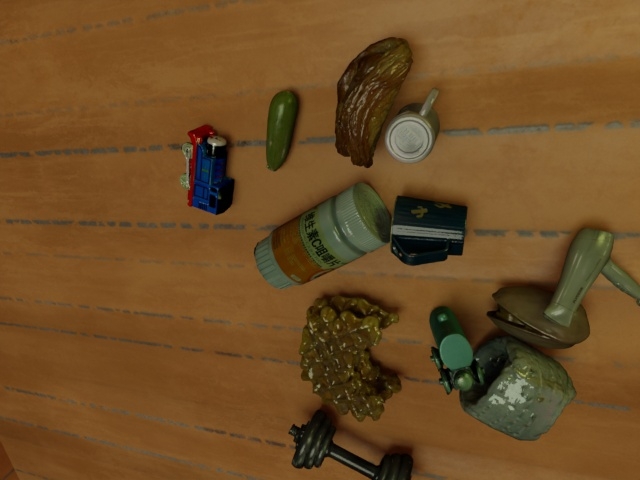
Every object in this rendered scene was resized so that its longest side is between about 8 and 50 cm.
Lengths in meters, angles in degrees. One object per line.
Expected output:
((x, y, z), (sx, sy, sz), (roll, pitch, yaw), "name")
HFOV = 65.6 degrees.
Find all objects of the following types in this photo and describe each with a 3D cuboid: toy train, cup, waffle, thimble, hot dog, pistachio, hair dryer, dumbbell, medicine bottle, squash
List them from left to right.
((-0.285, -0.178, 1.266), (0.131, 0.083, 0.204), (21, 122, 13), "toy train")
((-0.097, -0.253, 1.162), (0.066, 0.066, 0.201), (23, 124, 11), "squash")
((0.000, 0.000, 1.185), (0.318, 0.158, 0.158), (-27, 101, 32), "medicine bottle")
((0.077, 0.302, 1.303), (0.261, 0.151, 0.324), (5, 112, 26), "waffle")
((0.093, 0.640, 1.439), (0.406, 0.179, 0.179), (23, 121, 11), "dumbbell")
((0.091, -0.287, 1.012), (0.114, 0.175, 0.259), (13, 118, -10), "hot dog")
((0.188, -0.237, 1.006), (0.099, 0.133, 0.136), (4, 116, 18), "cup")
((0.234, -0.014, 1.077), (0.155, 0.176, 0.131), (5, 136, 14), "cup")
((0.297, 0.241, 1.134), (0.101, 0.248, 0.159), (-16, 96, 8), "toy train")
((0.436, 0.332, 1.114), (0.172, 0.205, 0.250), (29, 161, 1), "thimble")
((0.472, 0.170, 1.083), (0.206, 0.131, 0.129), (13, 110, 20), "pistachio")
((0.587, 0.109, 1.014), (0.237, 0.075, 0.206), (26, 87, -13), "hair dryer")
